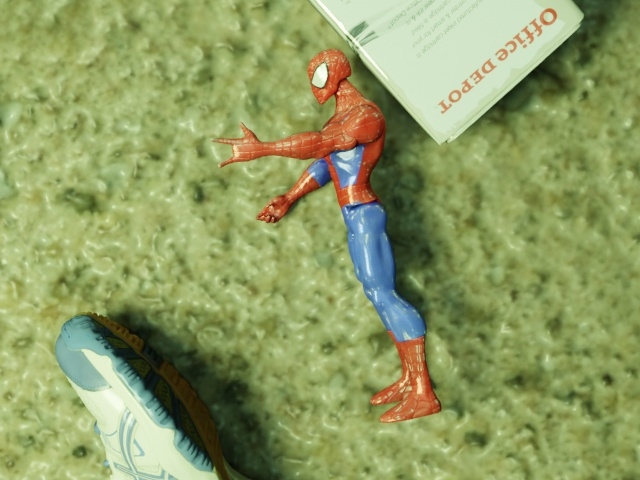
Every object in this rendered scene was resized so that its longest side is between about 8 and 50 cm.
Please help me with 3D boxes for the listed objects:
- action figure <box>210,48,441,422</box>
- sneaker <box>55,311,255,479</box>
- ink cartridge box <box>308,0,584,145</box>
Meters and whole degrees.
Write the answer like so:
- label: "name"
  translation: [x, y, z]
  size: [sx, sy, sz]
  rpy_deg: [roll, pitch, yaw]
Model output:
- label: "action figure"
  translation: [0.000, 0.000, 0.787]
  size: [0.139, 0.091, 0.280]
  rpy_deg: [-10, 95, -6]
- label: "sneaker"
  translation: [-0.127, 0.196, 0.804]
  size: [0.131, 0.112, 0.296]
  rpy_deg: [-37, 92, 6]
- label: "ink cartridge box"
  translation: [0.077, -0.186, 0.772]
  size: [0.139, 0.082, 0.191]
  rpy_deg: [-41, 94, 6]
